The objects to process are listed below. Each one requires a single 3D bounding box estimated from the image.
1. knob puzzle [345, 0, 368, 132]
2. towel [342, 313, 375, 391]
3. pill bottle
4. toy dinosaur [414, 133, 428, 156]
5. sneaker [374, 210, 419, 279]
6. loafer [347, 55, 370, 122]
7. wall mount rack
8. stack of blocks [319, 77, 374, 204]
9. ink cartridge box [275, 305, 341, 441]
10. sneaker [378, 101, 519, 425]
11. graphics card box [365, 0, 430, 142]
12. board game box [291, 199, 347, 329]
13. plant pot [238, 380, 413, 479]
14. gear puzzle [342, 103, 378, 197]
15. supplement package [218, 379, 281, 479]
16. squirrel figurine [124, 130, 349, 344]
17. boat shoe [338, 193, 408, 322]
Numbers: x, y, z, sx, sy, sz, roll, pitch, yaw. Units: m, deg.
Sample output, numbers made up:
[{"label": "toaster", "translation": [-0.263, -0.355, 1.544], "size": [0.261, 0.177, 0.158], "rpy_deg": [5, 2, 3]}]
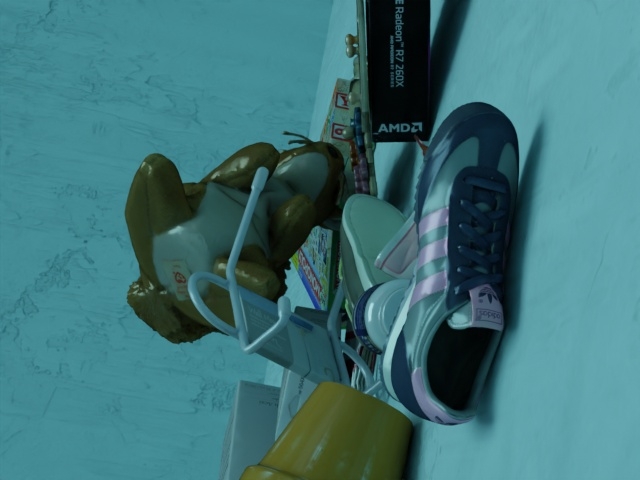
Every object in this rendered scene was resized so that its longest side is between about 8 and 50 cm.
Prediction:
[{"label": "knob puzzle", "translation": [0.051, -0.273, 1.899], "size": [0.213, 0.030, 0.213], "rpy_deg": [-2, -90, -89]}, {"label": "towel", "translation": [0.047, 0.218, 2.086], "size": [0.237, 0.037, 0.329], "rpy_deg": [126, 154, -78]}, {"label": "pill bottle", "translation": [0.095, 0.094, 1.587], "size": [0.169, 0.094, 0.094], "rpy_deg": [144, 137, -82]}, {"label": "toy dinosaur", "translation": [0.142, -0.097, 1.662], "size": [0.082, 0.090, 0.047], "rpy_deg": [-35, -50, -51]}, {"label": "sneaker", "translation": [0.134, 0.001, 1.666], "size": [0.134, 0.070, 0.051], "rpy_deg": [-50, -14, -20]}, {"label": "loafer", "translation": [0.097, -0.245, 2.230], "size": [0.268, 0.102, 0.092], "rpy_deg": [79, -160, -81]}, {"label": "wall mount rack", "translation": [-0.023, 0.072, 1.864], "size": [0.130, 0.350, 0.304], "rpy_deg": [-43, 37, 24]}, {"label": "stack of blocks", "translation": [0.038, -0.156, 2.615], "size": [0.297, 0.087, 0.171], "rpy_deg": [108, 171, -48]}, {"label": "ink cartridge box", "translation": [-0.018, 0.223, 2.141], "size": [0.203, 0.086, 0.148], "rpy_deg": [-87, 8, -64]}, {"label": "sneaker", "translation": [0.150, 0.028, 1.274], "size": [0.131, 0.112, 0.319], "rpy_deg": [-148, 66, -66]}, {"label": "graphics card box", "translation": [0.110, -0.354, 1.898], "size": [0.233, 0.094, 0.371], "rpy_deg": [-89, -2, -59]}, {"label": "board game box", "translation": [0.000, 0.000, 2.432], "size": [0.317, 0.046, 0.213], "rpy_deg": [-120, 31, -63]}, {"label": "plant pot", "translation": [0.018, 0.282, 1.587], "size": [0.188, 0.205, 0.205], "rpy_deg": [-64, 1, -18]}, {"label": "gear puzzle", "translation": [0.065, -0.085, 2.125], "size": [0.339, 0.044, 0.175], "rpy_deg": [82, -178, -68]}, {"label": "supplement package", "translation": [-0.084, 0.413, 2.258], "size": [0.293, 0.178, 0.175], "rpy_deg": [-88, 11, -54]}, {"label": "squirrel figurine", "translation": [-0.125, -0.009, 2.146], "size": [0.370, 0.281, 0.397], "rpy_deg": [-40, -14, -44]}, {"label": "boat shoe", "translation": [0.074, 0.034, 1.826], "size": [0.305, 0.109, 0.091], "rpy_deg": [-97, 24, -60]}]
